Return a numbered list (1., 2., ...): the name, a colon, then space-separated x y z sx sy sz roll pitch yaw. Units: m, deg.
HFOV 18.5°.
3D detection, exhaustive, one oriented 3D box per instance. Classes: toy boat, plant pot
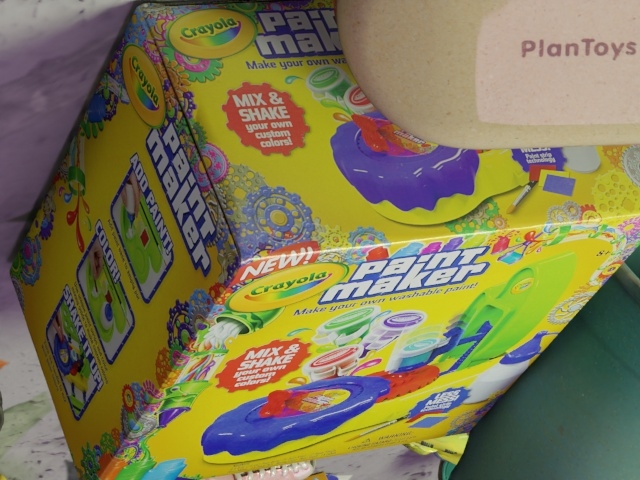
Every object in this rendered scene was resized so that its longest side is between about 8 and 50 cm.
1. toy boat: 0.122 -0.142 1.073 0.231 0.151 0.151 -1 124 1
2. plant pot: 0.225 0.126 1.362 0.272 0.271 0.255 5 127 -45

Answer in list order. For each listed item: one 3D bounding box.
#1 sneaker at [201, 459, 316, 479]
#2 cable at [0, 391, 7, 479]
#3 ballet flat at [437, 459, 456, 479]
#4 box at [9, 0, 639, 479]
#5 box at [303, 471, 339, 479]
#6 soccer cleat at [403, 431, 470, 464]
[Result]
1. sneaker: -0.053 0.189 1.686 0.070 0.051 0.134 -35 155 22
2. cable: -0.285 0.174 1.497 0.139 0.072 0.287 -4 141 0
3. ballet flat: 0.261 0.170 1.845 0.316 0.107 0.106 -27 168 12
4. box: 0.000 0.000 1.208 0.290 0.177 0.279 -7 150 -30
5. box: -0.046 0.257 1.851 0.136 0.028 0.081 -12 153 -17
6. soccer cleat: 0.099 0.155 1.693 0.121 0.093 0.289 -23 155 27
